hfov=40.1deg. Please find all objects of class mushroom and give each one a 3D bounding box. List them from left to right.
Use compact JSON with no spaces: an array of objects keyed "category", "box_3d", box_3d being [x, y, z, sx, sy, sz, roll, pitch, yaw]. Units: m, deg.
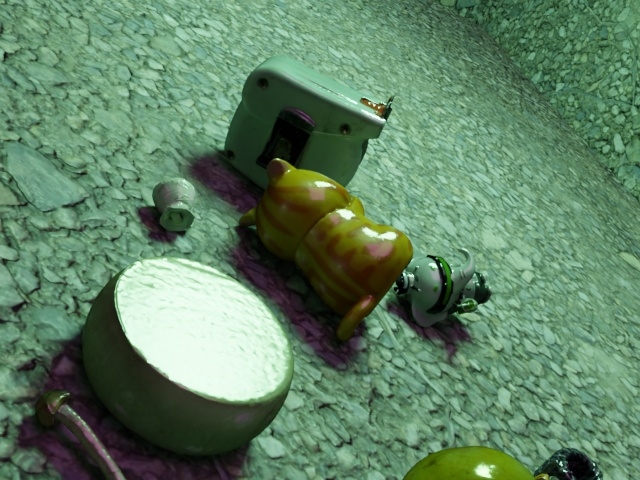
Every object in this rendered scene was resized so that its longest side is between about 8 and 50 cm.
[{"category":"mushroom","box_3d":[-0.196,0.267,0.836,0.068,0.043,0.306,-13,54,-35]}]

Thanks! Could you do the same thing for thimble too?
[{"category":"thimble","box_3d":[0.378,0.363,1.317,0.104,0.066,0.095,11,34,-41]}]

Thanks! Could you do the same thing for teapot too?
[{"category":"teapot","box_3d":[-0.209,-0.046,1.291,0.083,0.064,0.064,54,16,-48]}]

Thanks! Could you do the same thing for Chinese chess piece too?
[{"category":"Chinese chess piece","box_3d":[-0.152,0.131,1.023,0.250,0.101,0.250,28,29,-17]}]

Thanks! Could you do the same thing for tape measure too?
[{"category":"tape measure","box_3d":[-0.030,-0.182,1.500,0.243,0.246,0.125,26,26,2]}]

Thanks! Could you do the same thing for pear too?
[{"category":"pear","box_3d":[0.172,0.327,1.005,0.200,0.200,0.200,28,28,-17]}]

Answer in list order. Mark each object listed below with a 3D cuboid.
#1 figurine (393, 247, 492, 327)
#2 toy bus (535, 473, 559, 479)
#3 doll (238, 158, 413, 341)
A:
[{"category":"figurine","box_3d":[0.209,0.077,1.516,0.192,0.126,0.147,4,59,-29]},{"category":"toy bus","box_3d":[0.338,0.404,1.204,0.162,0.069,0.074,44,30,12]},{"category":"doll","box_3d":[0.016,0.005,1.360,0.269,0.167,0.162,44,26,21]}]
